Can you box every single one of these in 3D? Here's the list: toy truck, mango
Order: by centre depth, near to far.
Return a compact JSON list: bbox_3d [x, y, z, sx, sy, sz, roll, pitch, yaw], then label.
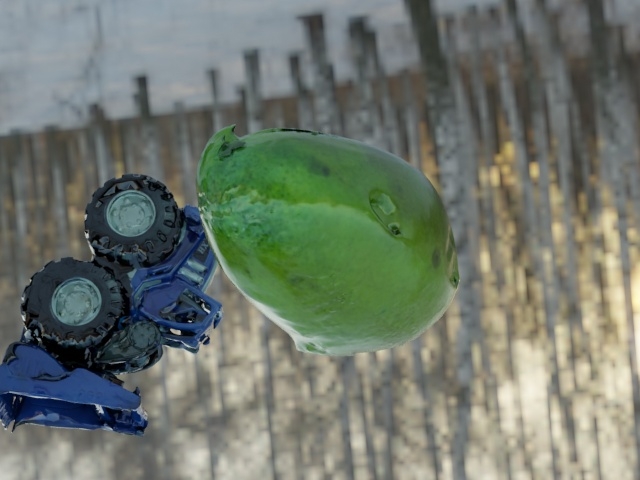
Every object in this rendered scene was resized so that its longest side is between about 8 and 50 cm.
[{"bbox_3d":[0.000,0.001,0.901,0.119,0.100,0.178,-1,160,28],"label":"mango"},{"bbox_3d":[-0.152,0.064,1.355,0.126,0.208,0.113,33,167,6],"label":"toy truck"}]
